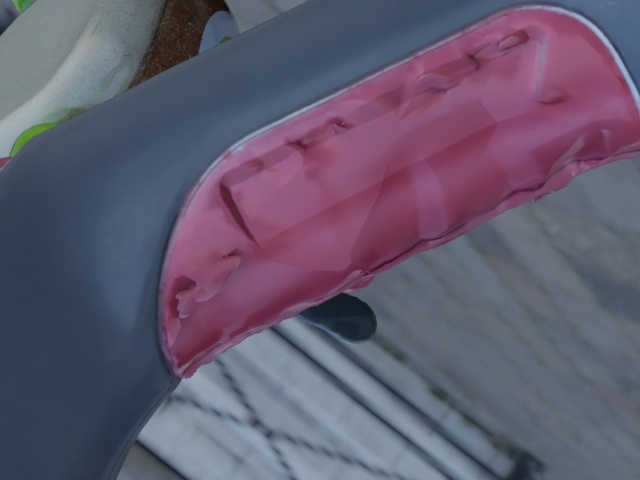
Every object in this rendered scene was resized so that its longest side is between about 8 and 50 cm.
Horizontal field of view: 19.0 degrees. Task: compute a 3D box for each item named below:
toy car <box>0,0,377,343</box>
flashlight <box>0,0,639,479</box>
[{"bbox_3d":[-0.042,-0.034,0.777,0.188,0.155,0.149,28,151,-26],"label":"toy car"},{"bbox_3d":[0.000,0.000,0.410,0.103,0.304,0.103,-109,-6,-61],"label":"flashlight"}]
